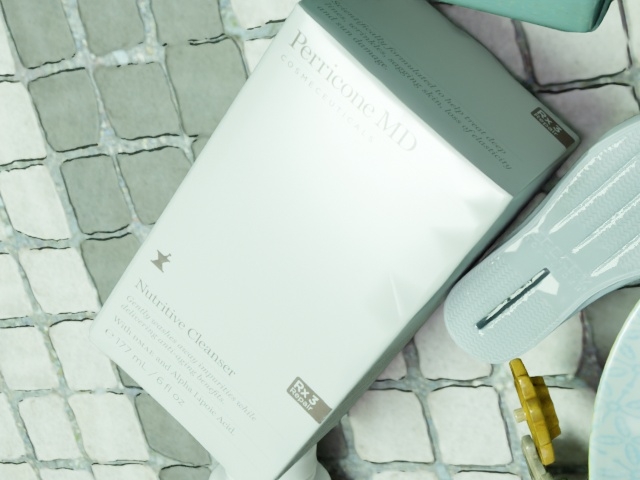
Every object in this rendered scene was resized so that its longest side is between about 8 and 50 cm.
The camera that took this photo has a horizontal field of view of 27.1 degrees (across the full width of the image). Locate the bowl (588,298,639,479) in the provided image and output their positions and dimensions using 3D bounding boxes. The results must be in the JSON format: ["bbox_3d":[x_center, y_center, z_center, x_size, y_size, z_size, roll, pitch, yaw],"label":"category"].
[{"bbox_3d":[0.337,0.147,0.919,0.156,0.289,0.289,14,131,-27],"label":"bowl"}]

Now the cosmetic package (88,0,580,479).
[{"bbox_3d":[0.000,0.000,1.066,0.217,0.156,0.385,41,127,10],"label":"cosmetic package"}]

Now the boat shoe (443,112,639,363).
[{"bbox_3d":[0.211,-0.018,0.973,0.302,0.094,0.109,-37,94,34],"label":"boat shoe"}]

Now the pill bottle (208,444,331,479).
[{"bbox_3d":[-0.048,0.276,1.246,0.117,0.117,0.215,15,118,24],"label":"pill bottle"}]

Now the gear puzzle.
[{"bbox_3d":[0.214,0.240,1.065,0.044,0.175,0.339,-20,103,3],"label":"gear puzzle"}]

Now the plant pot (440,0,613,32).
[{"bbox_3d":[0.055,-0.297,0.812,0.334,0.341,0.341,20,121,11],"label":"plant pot"}]
